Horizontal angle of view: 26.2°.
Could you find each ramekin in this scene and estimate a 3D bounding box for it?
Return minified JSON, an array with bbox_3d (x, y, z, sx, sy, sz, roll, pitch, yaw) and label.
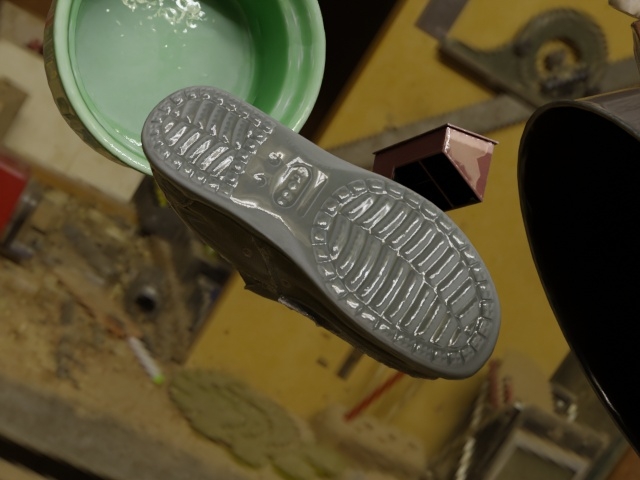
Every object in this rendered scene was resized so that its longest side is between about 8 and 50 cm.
[{"bbox_3d":[-0.161,-0.212,1.520,0.303,0.303,0.148,27,-10,-22],"label":"ramekin"}]

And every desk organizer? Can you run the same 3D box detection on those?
[{"bbox_3d":[0.085,-0.052,1.101,0.047,0.050,0.130,18,-14,-21],"label":"desk organizer"}]

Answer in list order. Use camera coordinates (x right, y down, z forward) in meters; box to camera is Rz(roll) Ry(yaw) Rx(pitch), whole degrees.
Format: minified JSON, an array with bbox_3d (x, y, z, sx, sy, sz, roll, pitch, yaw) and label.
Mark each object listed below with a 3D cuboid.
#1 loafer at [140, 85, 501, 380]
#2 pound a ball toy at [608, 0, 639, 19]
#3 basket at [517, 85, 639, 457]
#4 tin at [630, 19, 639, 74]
[{"bbox_3d":[0.000,0.000,0.845,0.251,0.094,0.087,38,-24,9],"label":"loafer"},{"bbox_3d":[0.371,-0.256,1.250,0.208,0.136,0.319,26,21,-1],"label":"pound a ball toy"},{"bbox_3d":[0.232,-0.008,0.596,0.204,0.226,0.154,61,-20,15],"label":"basket"},{"bbox_3d":[0.409,-0.185,1.631,0.106,0.040,0.190,70,7,-53],"label":"tin"}]
